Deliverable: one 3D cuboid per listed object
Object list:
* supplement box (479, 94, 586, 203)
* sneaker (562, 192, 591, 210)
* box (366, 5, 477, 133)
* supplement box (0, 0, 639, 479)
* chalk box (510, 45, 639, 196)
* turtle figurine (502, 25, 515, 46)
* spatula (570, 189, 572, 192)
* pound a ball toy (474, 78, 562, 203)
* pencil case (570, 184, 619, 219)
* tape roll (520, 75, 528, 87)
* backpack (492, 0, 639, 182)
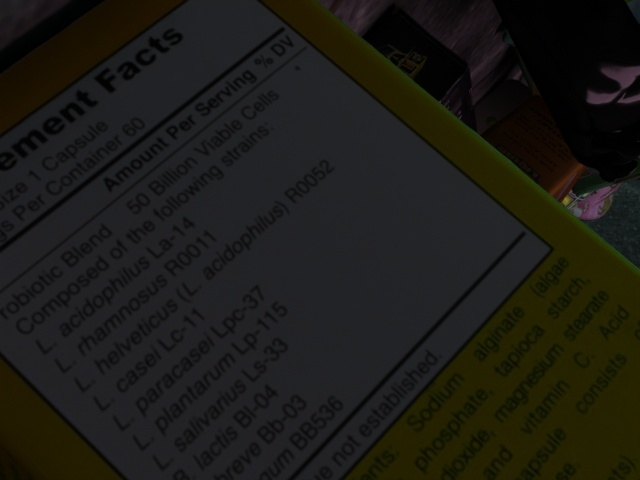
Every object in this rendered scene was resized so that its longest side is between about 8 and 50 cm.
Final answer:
[{"bbox_3d":[0.140,-0.037,0.857,0.233,0.078,0.080,-38,163,-49],"label":"supplement box"},{"bbox_3d":[0.368,-0.101,1.659,0.147,0.145,0.385,-45,167,-17],"label":"sneaker"},{"bbox_3d":[0.000,0.000,0.807,0.295,0.073,0.293,-50,169,2],"label":"box"},{"bbox_3d":[0.011,0.089,0.419,0.194,0.356,0.195,-42,167,-26],"label":"supplement box"},{"bbox_3d":[0.305,-0.131,1.065,0.132,0.213,0.132,-21,-172,37],"label":"chalk box"},{"bbox_3d":[0.273,-0.152,0.899,0.175,0.234,0.118,-39,144,-12],"label":"turtle figurine"},{"bbox_3d":[0.296,-0.102,1.369,0.168,0.019,0.242,-33,-161,-14],"label":"spatula"},{"bbox_3d":[0.161,-0.021,1.175,0.319,0.135,0.208,-43,167,-24],"label":"pound a ball toy"},{"bbox_3d":[0.517,-0.201,1.854,0.386,0.167,0.160,120,-16,-45],"label":"pencil case"},{"bbox_3d":[0.355,-0.245,1.246,0.286,0.100,0.286,-45,168,-12],"label":"tape roll"},{"bbox_3d":[0.265,-0.232,0.669,0.355,0.273,0.290,-29,171,14],"label":"backpack"}]
